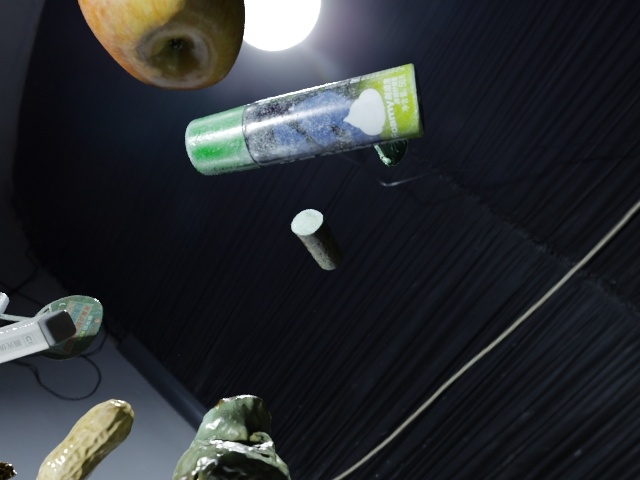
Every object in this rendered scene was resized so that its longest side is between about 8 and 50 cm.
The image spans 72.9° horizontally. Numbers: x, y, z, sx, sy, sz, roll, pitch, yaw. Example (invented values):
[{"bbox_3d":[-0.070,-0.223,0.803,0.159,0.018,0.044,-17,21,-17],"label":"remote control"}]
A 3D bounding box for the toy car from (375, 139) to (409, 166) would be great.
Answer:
[{"bbox_3d":[0.153,-0.247,1.028,0.058,0.093,0.186,33,-6,36],"label":"toy car"}]

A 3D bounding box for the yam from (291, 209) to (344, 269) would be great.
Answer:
[{"bbox_3d":[0.000,0.000,0.916,0.068,0.068,0.169,47,-4,34],"label":"yam"}]

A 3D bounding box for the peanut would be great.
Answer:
[{"bbox_3d":[-0.693,0.611,1.267,0.153,0.325,0.140,21,-26,55],"label":"peanut"}]

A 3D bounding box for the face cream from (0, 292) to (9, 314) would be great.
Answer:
[{"bbox_3d":[-1.088,0.241,1.409,0.084,0.057,0.198,17,18,-21],"label":"face cream"}]

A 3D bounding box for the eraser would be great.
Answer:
[{"bbox_3d":[-0.863,0.284,1.198,0.061,0.351,0.089,-108,180,-77],"label":"eraser"}]

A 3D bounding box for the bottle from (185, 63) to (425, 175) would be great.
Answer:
[{"bbox_3d":[-0.027,-0.159,0.605,0.329,0.093,0.093,-7,9,19],"label":"bottle"}]

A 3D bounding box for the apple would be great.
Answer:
[{"bbox_3d":[-0.369,-0.562,1.052,0.391,0.391,0.347,13,45,-46],"label":"apple"}]

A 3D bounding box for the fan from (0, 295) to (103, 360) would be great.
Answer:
[{"bbox_3d":[-0.826,0.279,1.334,0.294,0.012,0.223,-13,55,-25],"label":"fan"}]

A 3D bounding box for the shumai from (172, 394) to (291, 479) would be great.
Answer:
[{"bbox_3d":[-0.239,0.619,1.213,0.323,0.398,0.323,10,31,-10],"label":"shumai"}]

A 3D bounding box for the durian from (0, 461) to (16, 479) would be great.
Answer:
[{"bbox_3d":[-0.556,0.398,0.665,0.132,0.182,0.165,-3,83,-46],"label":"durian"}]
